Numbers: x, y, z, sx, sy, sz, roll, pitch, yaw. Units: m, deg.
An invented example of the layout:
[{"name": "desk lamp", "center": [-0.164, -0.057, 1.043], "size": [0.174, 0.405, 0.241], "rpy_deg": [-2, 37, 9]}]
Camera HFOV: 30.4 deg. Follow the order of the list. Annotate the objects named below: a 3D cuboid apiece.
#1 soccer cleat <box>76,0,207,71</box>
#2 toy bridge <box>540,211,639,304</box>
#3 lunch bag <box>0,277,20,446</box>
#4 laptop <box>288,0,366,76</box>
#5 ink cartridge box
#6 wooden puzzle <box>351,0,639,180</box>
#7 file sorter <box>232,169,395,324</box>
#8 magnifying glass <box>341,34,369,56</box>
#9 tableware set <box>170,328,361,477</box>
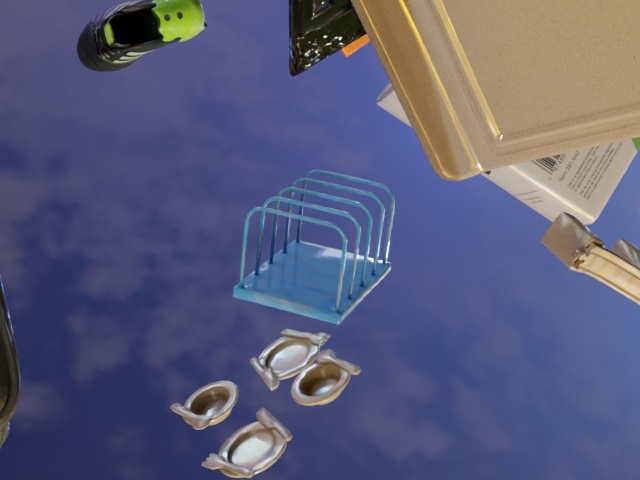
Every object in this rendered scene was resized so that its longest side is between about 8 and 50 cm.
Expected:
[{"name": "soccer cleat", "center": [-0.183, -0.195, 1.096], "size": [0.072, 0.179, 0.060], "rpy_deg": [-22, -81, -46]}, {"name": "toy bridge", "center": [0.213, 0.026, 0.766], "size": [0.188, 0.026, 0.063], "rpy_deg": [16, -154, -48]}, {"name": "lunch bag", "center": [-0.355, 0.054, 0.859], "size": [0.213, 0.256, 0.305], "rpy_deg": [-9, -111, -28]}, {"name": "laptop", "center": [0.028, -0.325, 1.079], "size": [0.136, 0.234, 0.264], "rpy_deg": [48, 159, 24]}, {"name": "ink cartridge box", "center": [0.235, -0.174, 1.357], "size": [0.278, 0.201, 0.117], "rpy_deg": [33, 173, -6]}, {"name": "wooden puzzle", "center": [0.131, -0.148, 0.580], "size": [0.221, 0.239, 0.044], "rpy_deg": [61, -151, -28]}, {"name": "file sorter", "center": [0.000, 0.000, 1.247], "size": [0.118, 0.104, 0.170], "rpy_deg": [14, -159, 17]}, {"name": "magnifying glass", "center": [0.119, -0.310, 1.490], "size": [0.026, 0.231, 0.092], "rpy_deg": [54, -179, 36]}, {"name": "tableware set", "center": [-0.046, 0.137, 1.034], "size": [0.141, 0.169, 0.020], "rpy_deg": [24, 146, 54]}]
